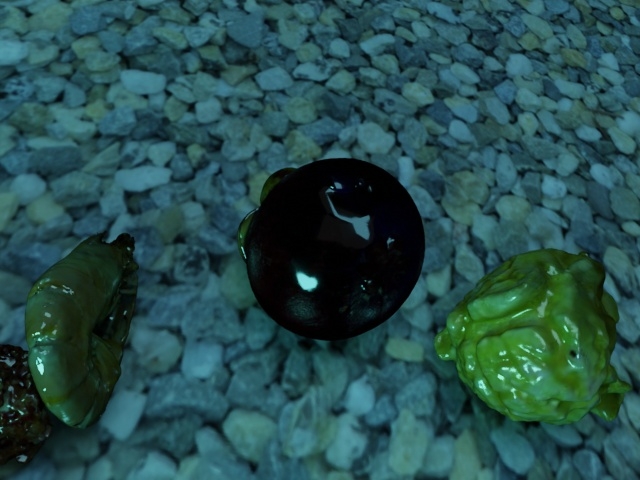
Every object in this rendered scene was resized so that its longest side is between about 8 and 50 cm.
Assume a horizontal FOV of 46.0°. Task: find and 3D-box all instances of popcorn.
[{"bbox_3d":[0.232,0.105,0.789,0.187,0.167,0.185,-5,54,-27],"label":"popcorn"}]

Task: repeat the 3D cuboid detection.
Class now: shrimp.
[{"bbox_3d":[-0.208,0.066,0.701,0.061,0.145,0.267,-14,26,1],"label":"shrimp"}]

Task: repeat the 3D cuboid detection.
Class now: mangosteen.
[{"bbox_3d":[0.000,0.000,0.803,0.194,0.194,0.230,-17,28,-30],"label":"mangosteen"}]

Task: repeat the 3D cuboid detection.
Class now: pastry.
[{"bbox_3d":[-0.327,0.131,0.612,0.208,0.115,0.097,0,39,-17],"label":"pastry"}]
